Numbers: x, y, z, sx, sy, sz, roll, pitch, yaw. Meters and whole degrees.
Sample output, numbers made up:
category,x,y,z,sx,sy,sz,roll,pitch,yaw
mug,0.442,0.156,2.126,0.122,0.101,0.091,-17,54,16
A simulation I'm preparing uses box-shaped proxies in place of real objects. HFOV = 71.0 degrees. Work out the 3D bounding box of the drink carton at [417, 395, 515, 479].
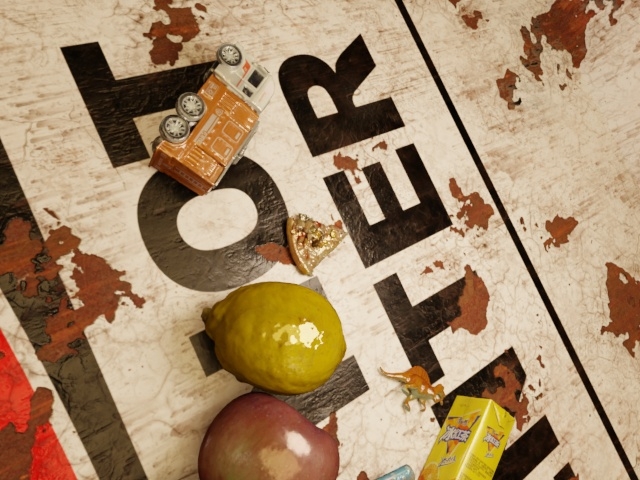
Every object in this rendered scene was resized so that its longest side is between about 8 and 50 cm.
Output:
category,x,y,z,sx,sy,sz,roll,pitch,yaw
drink carton,0.389,0.613,1.237,0.111,0.154,0.351,41,65,-9

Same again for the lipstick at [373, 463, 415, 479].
category,x,y,z,sx,sy,sz,roll,pitch,yaw
lipstick,0.177,0.650,1.196,0.157,0.048,0.048,-12,81,-26

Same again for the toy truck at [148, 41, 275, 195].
category,x,y,z,sx,sy,sz,roll,pitch,yaw
toy truck,-0.271,-0.318,1.190,0.206,0.173,0.388,35,68,-18

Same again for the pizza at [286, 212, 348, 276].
category,x,y,z,sx,sy,sz,roll,pitch,yaw
pizza,0.000,0.000,1.288,0.195,0.052,0.185,-15,86,-26

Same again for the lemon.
category,x,y,z,sx,sy,sz,roll,pitch,yaw
lemon,-0.099,0.227,1.064,0.316,0.285,0.286,19,68,-43

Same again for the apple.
category,x,y,z,sx,sy,sz,roll,pitch,yaw
apple,-0.113,0.483,0.983,0.305,0.305,0.235,39,65,-9

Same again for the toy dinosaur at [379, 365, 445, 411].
category,x,y,z,sx,sy,sz,roll,pitch,yaw
toy dinosaur,0.279,0.410,1.300,0.142,0.057,0.212,-37,94,-38
